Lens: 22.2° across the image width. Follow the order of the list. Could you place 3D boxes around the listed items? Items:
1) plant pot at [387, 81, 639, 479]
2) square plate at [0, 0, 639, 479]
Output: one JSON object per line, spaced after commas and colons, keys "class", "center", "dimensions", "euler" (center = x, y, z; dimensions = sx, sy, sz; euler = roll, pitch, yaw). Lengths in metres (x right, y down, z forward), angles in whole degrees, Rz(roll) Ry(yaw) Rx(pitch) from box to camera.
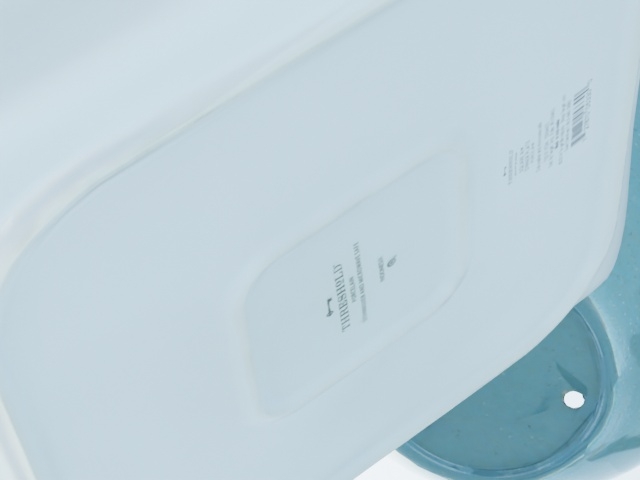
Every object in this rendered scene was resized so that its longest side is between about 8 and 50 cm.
{"class": "plant pot", "center": [0.105, 0.027, 0.893], "dimensions": [0.195, 0.290, 0.290], "euler": [-60, 169, -63]}
{"class": "square plate", "center": [0.000, 0.000, 0.572], "dimensions": [0.049, 0.344, 0.347], "euler": [46, -21, 30]}
